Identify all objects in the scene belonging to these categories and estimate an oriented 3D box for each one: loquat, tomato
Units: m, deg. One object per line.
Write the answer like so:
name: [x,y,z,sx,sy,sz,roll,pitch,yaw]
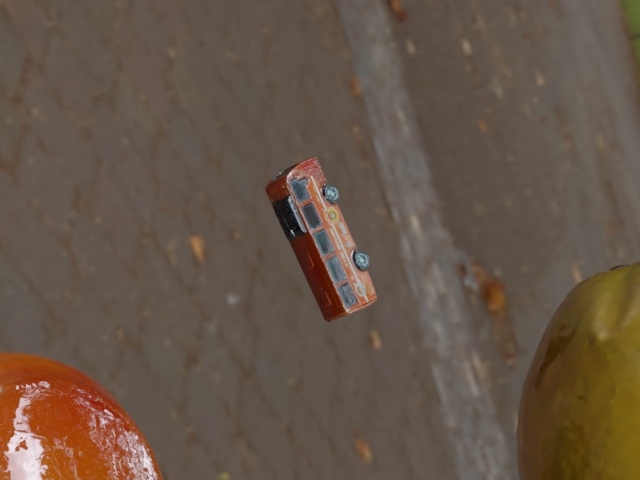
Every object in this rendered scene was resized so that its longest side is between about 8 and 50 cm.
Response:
loquat: [0.227,0.119,0.990,0.244,0.243,0.244,-19,90,-76]
tomato: [-0.186,0.195,1.054,0.180,0.260,0.260,-7,75,-32]

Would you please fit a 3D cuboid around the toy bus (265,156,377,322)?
toy bus: [0.000,0.000,1.172,0.043,0.031,0.110,-26,91,-43]
